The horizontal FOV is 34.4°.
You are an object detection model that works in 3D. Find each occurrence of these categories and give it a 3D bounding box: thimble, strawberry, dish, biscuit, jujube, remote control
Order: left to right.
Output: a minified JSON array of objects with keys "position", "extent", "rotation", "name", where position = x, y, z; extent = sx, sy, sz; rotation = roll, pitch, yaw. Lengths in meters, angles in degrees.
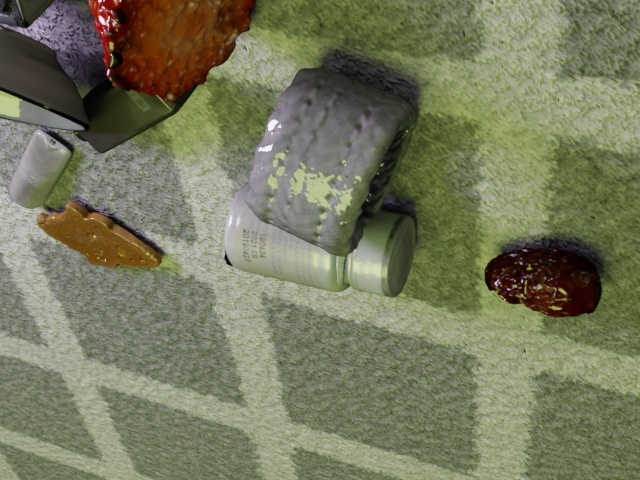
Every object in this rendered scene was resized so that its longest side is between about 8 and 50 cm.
[{"position":[-0.459,-0.241,1.422],"extent":[0.317,0.106,0.316],"rotation":[15,175,1],"name":"dish"},{"position":[-0.493,-0.114,1.785],"extent":[0.073,0.044,0.229],"rotation":[38,143,-8],"name":"remote control"},{"position":[-0.397,-0.004,1.863],"extent":[0.250,0.035,0.162],"rotation":[20,148,13],"name":"biscuit"},{"position":[-0.210,-0.299,1.275],"extent":[0.178,0.234,0.233],"rotation":[41,151,29],"name":"strawberry"},{"position":[0.012,-0.101,1.341],"extent":[0.157,0.217,0.245],"rotation":[26,160,10],"name":"thimble"},{"position":[0.305,0.055,1.427],"extent":[0.166,0.104,0.104],"rotation":[9,139,27],"name":"jujube"}]

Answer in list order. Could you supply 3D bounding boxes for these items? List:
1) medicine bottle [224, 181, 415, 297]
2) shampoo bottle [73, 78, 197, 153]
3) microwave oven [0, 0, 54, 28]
[{"position":[0.000,0.000,1.519],"extent":[0.258,0.143,0.143],"rotation":[14,141,21],"name":"medicine bottle"},{"position":[-0.286,-0.200,1.518],"extent":[0.246,0.079,0.080],"rotation":[-18,122,45],"name":"shampoo bottle"},{"position":[-0.465,-0.388,1.373],"extent":[0.208,0.122,0.162],"rotation":[15,143,17],"name":"microwave oven"}]
